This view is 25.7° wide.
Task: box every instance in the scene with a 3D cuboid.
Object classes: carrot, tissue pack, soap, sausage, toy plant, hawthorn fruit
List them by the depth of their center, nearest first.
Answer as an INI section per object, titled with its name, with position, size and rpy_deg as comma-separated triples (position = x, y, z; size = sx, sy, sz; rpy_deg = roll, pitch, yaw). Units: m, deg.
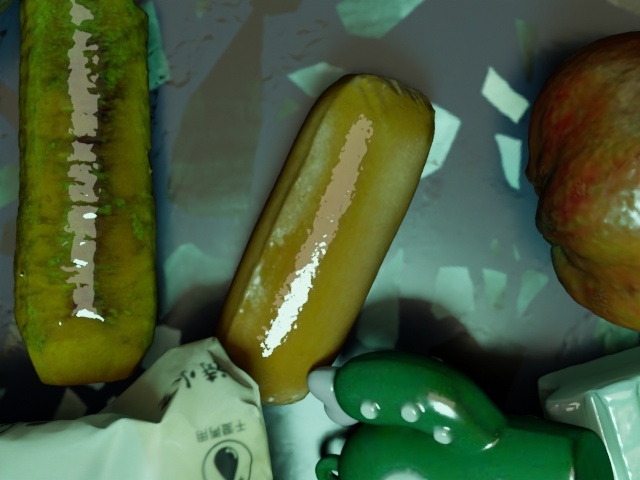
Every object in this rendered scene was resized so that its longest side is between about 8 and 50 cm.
[hawthorn fruit]
position = 0.277, -0.057, 1.010
size = 0.261, 0.224, 0.224
rpy_deg = -24, 97, 17
[tissue pack]
position = -0.202, 0.291, 1.048
size = 0.376, 0.195, 0.390
rpy_deg = -11, 98, -2
[toy plant]
position = 0.100, 0.186, 1.077
size = 0.243, 0.112, 0.232
rpy_deg = 17, 132, 17
[carrot]
position = -0.182, -0.040, 1.084
size = 0.114, 0.114, 0.301
rpy_deg = 1, 94, 1
[sausage]
position = 0.001, 0.000, 1.088
size = 0.105, 0.105, 0.274
rpy_deg = 24, 98, -2
[soap]
position = 0.286, 0.220, 1.120
size = 0.160, 0.087, 0.265
rpy_deg = -18, 98, 4

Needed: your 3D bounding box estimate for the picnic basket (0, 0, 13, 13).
[picnic basket]
position = -0.286, -0.307, 0.974
size = 0.291, 0.254, 0.321
rpy_deg = 41, 110, -6
